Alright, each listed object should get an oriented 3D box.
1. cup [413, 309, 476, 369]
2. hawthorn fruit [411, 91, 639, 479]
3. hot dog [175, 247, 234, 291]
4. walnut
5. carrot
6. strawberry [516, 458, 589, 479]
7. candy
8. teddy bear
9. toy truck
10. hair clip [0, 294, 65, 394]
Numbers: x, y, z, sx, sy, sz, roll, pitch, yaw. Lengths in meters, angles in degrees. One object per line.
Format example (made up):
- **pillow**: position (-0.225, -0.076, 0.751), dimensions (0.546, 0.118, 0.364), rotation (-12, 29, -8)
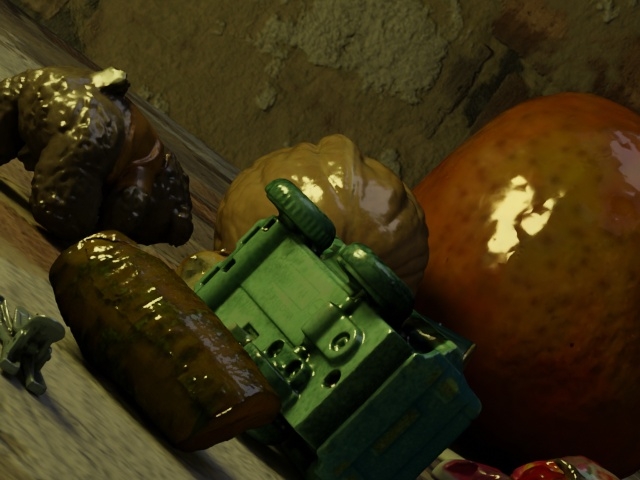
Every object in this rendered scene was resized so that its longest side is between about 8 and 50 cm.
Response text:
- **cup**: position (0.028, 0.110, 1.702), dimensions (0.155, 0.131, 0.176), rotation (34, 28, 9)
- **hawthorn fruit**: position (0.291, 0.062, 2.306), dimensions (0.472, 0.472, 0.472), rotation (37, 4, -3)
- **hot dog**: position (-0.068, 0.053, 1.724), dimensions (0.061, 0.088, 0.286), rotation (32, 8, 15)
- **walnut**: position (0.000, 0.000, 2.054), dimensions (0.225, 0.225, 0.261), rotation (37, 5, -14)
- **carrot**: position (-0.101, 0.066, 1.238), dimensions (0.173, 0.082, 0.082), rotation (48, 9, 31)
- **strawberry**: position (0.192, 0.272, 1.403), dimensions (0.190, 0.111, 0.236), rotation (27, -27, 37)
- **candy**: position (0.155, 0.216, 1.791), dimensions (0.124, 0.124, 0.365), rotation (36, -4, -28)
- **teddy bear**: position (-0.184, -0.062, 1.659), dimensions (0.177, 0.140, 0.190), rotation (37, -6, 38)
- **toy truck**: position (-0.004, 0.078, 1.473), dimensions (0.156, 0.155, 0.279), rotation (46, -1, -29)
- **hair clip**: position (-0.166, 0.049, 1.128), dimensions (0.030, 0.039, 0.115), rotation (42, 0, -21)
